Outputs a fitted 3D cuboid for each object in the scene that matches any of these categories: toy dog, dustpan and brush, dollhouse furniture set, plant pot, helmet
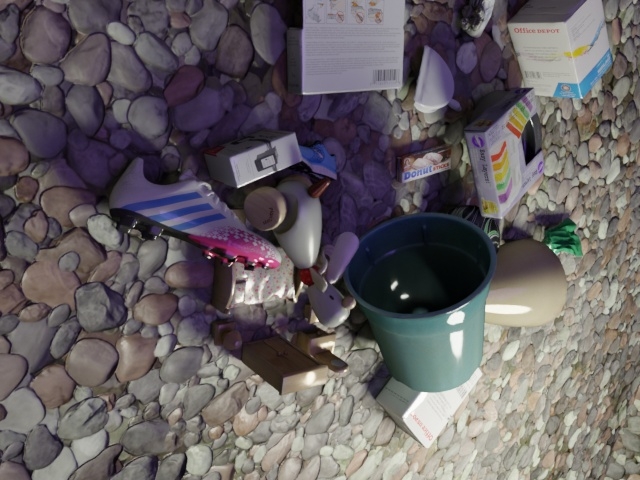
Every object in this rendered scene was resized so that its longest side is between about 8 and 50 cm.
[{"bbox_3d":[0.000,0.000,1.203,0.334,0.161,0.220,51,38,-27],"label":"toy dog"},{"bbox_3d":[0.291,-0.360,1.459,0.211,0.060,0.147,18,81,-35],"label":"dustpan and brush"},{"bbox_3d":[-0.052,0.115,1.264,0.303,0.173,0.356,-5,108,-38],"label":"dollhouse furniture set"},{"bbox_3d":[0.486,0.130,1.661,0.274,0.256,0.257,-4,108,-33],"label":"plant pot"},{"bbox_3d":[0.252,0.167,1.448,0.341,0.341,0.334,-37,134,-23],"label":"plant pot"},{"bbox_3d":[0.382,-0.008,1.580,0.161,0.169,0.170,-12,113,-48],"label":"helmet"}]

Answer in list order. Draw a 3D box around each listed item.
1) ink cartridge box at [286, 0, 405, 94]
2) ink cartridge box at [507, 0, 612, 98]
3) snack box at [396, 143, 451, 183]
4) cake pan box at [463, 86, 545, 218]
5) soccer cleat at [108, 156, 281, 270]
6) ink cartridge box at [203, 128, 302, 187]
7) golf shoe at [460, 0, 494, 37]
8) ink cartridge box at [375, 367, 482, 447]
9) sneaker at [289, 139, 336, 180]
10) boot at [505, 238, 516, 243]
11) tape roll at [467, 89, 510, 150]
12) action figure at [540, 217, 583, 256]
[{"bbox_3d":[0.056,-0.428,1.235,0.275,0.060,0.239,-13,112,-34],"label":"ink cartridge box"},{"bbox_3d":[0.638,-0.525,1.594,0.168,0.171,0.233,-46,129,-17],"label":"ink cartridge box"},{"bbox_3d":[0.260,-0.194,1.506,0.178,0.022,0.064,-19,118,-33],"label":"snack box"},{"bbox_3d":[0.472,-0.225,1.516,0.267,0.070,0.246,-39,126,-34],"label":"cake pan box"},{"bbox_3d":[-0.206,-0.046,1.086,0.331,0.116,0.143,21,74,-26],"label":"soccer cleat"},{"bbox_3d":[-0.128,-0.161,1.146,0.150,0.109,0.063,-27,117,-29],"label":"ink cartridge box"},{"bbox_3d":[0.394,-0.582,1.464,0.086,0.069,0.176,15,99,-61],"label":"golf shoe"},{"bbox_3d":[0.309,0.412,1.696,0.273,0.114,0.198,-48,128,-16],"label":"ink cartridge box"},{"bbox_3d":[-0.027,-0.180,1.268,0.162,0.063,0.073,22,74,-45],"label":"sneaker"},{"bbox_3d":[0.605,0.109,1.868,0.189,0.076,0.209,15,103,-39],"label":"boot"},{"bbox_3d":[0.493,-0.292,1.626,0.219,0.072,0.219,-14,113,-35],"label":"tape roll"},{"bbox_3d":[0.761,0.002,1.926,0.232,0.063,0.137,-7,71,-46],"label":"action figure"}]
